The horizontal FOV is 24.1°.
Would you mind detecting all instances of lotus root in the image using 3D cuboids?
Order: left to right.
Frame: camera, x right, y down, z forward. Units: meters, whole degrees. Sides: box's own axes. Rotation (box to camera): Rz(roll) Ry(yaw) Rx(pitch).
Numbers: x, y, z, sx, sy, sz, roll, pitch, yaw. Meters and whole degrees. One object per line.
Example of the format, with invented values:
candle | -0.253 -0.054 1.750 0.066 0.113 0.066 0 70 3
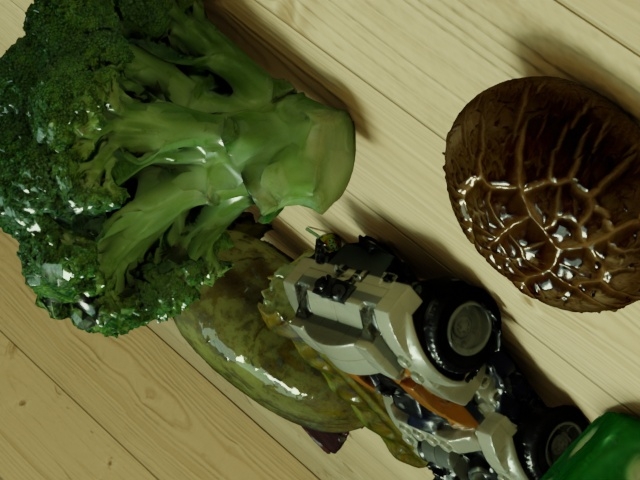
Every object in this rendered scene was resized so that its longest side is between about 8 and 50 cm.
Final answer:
lotus root | -0.028 0.098 1.514 0.309 0.173 0.173 34 167 14

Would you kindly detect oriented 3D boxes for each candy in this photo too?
candy | 0.000 0.000 1.383 0.025 0.023 0.083 31 180 -20

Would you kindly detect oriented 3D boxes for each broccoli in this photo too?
broccoli | -0.109 -0.063 1.069 0.270 0.270 0.270 4 153 20

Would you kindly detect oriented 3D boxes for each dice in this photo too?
dice | 0.225 0.206 1.098 0.128 0.120 0.131 41 171 6

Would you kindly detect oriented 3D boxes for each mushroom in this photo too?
mushroom | 0.115 -0.020 0.731 0.126 0.085 0.109 33 165 21

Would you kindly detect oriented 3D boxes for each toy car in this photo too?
toy car | 0.103 0.122 1.230 0.193 0.118 0.301 15 147 55

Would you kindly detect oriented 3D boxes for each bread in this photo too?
bread | 0.053 0.117 1.374 0.269 0.098 0.087 49 -168 -31

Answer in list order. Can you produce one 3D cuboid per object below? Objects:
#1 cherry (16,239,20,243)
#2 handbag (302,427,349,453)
cherry | -0.250 -0.062 1.593 0.266 0.183 0.213 -124 15 -50
handbag | -0.025 0.193 2.044 0.203 0.074 0.216 41 167 9
